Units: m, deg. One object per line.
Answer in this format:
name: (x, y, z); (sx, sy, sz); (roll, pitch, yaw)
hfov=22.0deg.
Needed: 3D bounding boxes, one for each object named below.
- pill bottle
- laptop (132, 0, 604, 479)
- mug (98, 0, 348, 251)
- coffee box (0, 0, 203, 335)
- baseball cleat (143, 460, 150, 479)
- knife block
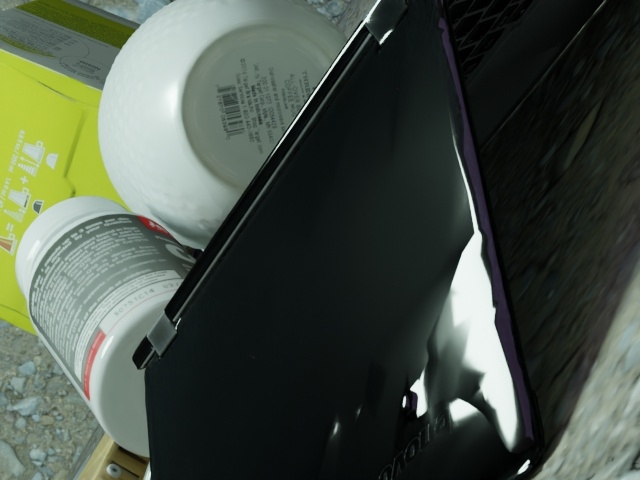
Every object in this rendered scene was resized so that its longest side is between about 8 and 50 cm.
pill bottle: (-0.178, 0.068, 1.531); (0.161, 0.161, 0.283); (-58, 35, 6)
laptop: (0.068, 0.036, 0.915); (0.408, 0.236, 0.382); (-25, -18, -42)
mug: (-0.082, -0.076, 1.682); (0.328, 0.276, 0.374); (-175, 86, -79)
coffee box: (-0.300, -0.088, 2.124); (0.334, 0.338, 0.338); (-48, -20, -68)
baseball cleat: (-0.118, 0.211, 1.286); (0.206, 0.072, 0.109); (-58, -2, -28)
knife block: (-0.195, 0.249, 1.626); (0.242, 0.088, 0.276); (-55, 7, 32)
